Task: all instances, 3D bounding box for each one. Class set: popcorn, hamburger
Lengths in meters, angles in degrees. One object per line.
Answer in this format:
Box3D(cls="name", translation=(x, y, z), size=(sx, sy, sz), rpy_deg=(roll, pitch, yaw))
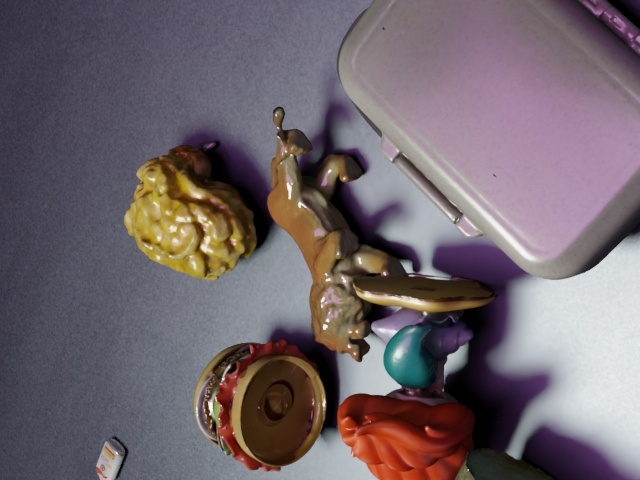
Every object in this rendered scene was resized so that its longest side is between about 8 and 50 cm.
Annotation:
Box3D(cls="popcorn", translation=(-0.183, -0.026, 1.887), size=(0.163, 0.140, 0.194), rpy_deg=(-47, 66, 29))
Box3D(cls="hamburger", translation=(-0.085, 0.209, 1.835), size=(0.137, 0.175, 0.175), rpy_deg=(8, 103, 53))

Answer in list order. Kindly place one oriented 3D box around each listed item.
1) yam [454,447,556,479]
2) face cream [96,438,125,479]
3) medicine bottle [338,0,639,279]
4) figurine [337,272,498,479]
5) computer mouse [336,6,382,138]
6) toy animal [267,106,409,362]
Box3D(cls="yam", translation=(0.187, 0.398, 1.629), size=(0.168, 0.168, 0.304), rpy_deg=(34, 119, 31))
Box3D(cls="face cream", translation=(-0.320, 0.340, 2.140), size=(0.040, 0.021, 0.083), rpy_deg=(39, 121, 30))
Box3D(cls="medicine bottle", translation=(0.207, -0.152, 1.516), size=(0.375, 0.123, 0.282), rpy_deg=(46, 109, 18))
Box3D(cls="figurine", translation=(0.104, 0.178, 1.637), size=(0.208, 0.181, 0.257), rpy_deg=(-150, 60, -74))
Box3D(cls="computer mouse", translation=(0.100, -0.176, 1.672), size=(0.232, 0.057, 0.120), rpy_deg=(53, 127, 21))
Box3D(cls="toy animal", translation=(0.000, 0.000, 1.768), size=(0.157, 0.097, 0.312), rpy_deg=(-40, 70, 44))
